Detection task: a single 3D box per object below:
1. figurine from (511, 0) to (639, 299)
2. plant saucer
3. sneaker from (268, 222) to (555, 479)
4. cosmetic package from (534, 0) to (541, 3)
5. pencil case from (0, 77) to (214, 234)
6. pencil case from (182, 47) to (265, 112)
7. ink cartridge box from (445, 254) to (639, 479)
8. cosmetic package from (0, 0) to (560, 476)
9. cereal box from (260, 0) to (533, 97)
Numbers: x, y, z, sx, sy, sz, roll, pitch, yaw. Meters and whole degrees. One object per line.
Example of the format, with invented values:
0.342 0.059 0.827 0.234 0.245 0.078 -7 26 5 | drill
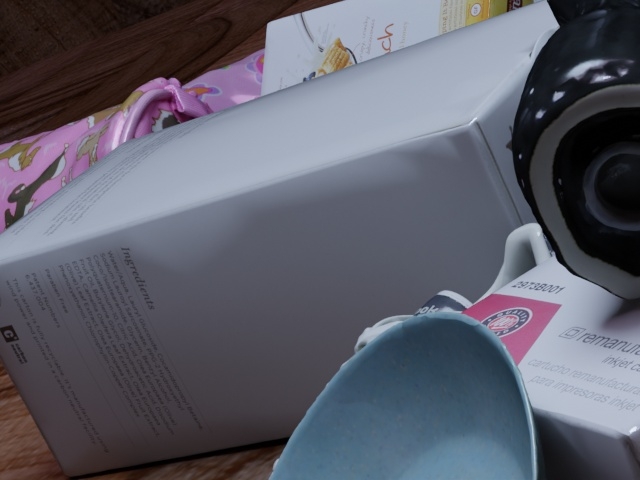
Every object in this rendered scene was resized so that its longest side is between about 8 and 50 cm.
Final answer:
0.179 -0.096 0.645 0.215 0.092 0.209 -19 29 18 | figurine
0.027 0.121 0.591 0.195 0.037 0.195 -45 32 38 | plant saucer
0.030 0.085 0.739 0.235 0.095 0.090 -34 19 -25 | sneaker
0.249 -0.270 1.252 0.224 0.224 0.138 -11 8 -22 | cosmetic package
-0.228 -0.014 1.378 0.386 0.160 0.167 -13 19 41 | pencil case
-0.047 -0.106 1.498 0.284 0.124 0.124 -31 16 -24 | pencil case
0.174 0.038 0.653 0.237 0.100 0.172 -30 16 -20 | ink cartridge box
0.000 0.000 0.963 0.365 0.155 0.197 -13 19 37 | cosmetic package
0.043 -0.089 1.201 0.047 0.173 0.240 15 -15 -39 | cereal box
